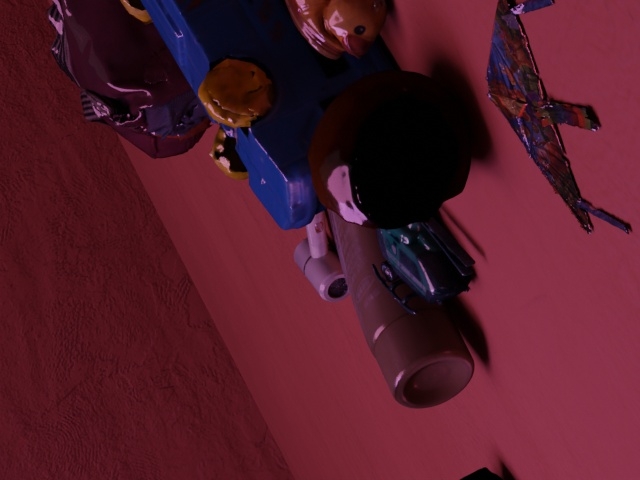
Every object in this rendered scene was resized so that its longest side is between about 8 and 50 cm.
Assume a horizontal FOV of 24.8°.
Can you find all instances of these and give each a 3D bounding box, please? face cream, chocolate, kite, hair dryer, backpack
[{"bbox_3d":[0.052,0.011,1.439,0.137,0.084,0.341,80,169,-49],"label":"face cream"},{"bbox_3d":[0.050,-0.067,1.110,0.124,0.127,0.133,37,176,-23],"label":"chocolate"},{"bbox_3d":[0.139,-0.086,0.946,0.183,0.010,0.160,68,168,-18],"label":"kite"},{"bbox_3d":[0.000,0.000,1.729,0.082,0.047,0.137,51,156,47],"label":"hair dryer"},{"bbox_3d":[-0.237,-0.236,1.877,0.283,0.197,0.317,60,170,11],"label":"backpack"}]

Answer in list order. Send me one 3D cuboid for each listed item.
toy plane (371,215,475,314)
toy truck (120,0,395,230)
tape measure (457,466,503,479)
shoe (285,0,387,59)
[{"bbox_3d":[0.071,-0.012,1.313,0.235,0.060,0.096,49,154,44],"label":"toy plane"},{"bbox_3d":[-0.071,-0.202,1.271,0.385,0.162,0.161,60,169,16],"label":"toy truck"},{"bbox_3d":[0.186,0.350,1.475,0.199,0.112,0.186,57,169,40],"label":"tape measure"},{"bbox_3d":[0.006,-0.199,1.160,0.072,0.069,0.109,26,-149,-39],"label":"shoe"}]
